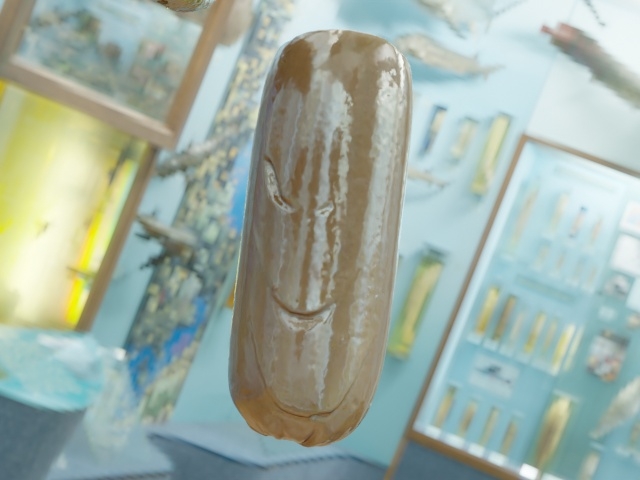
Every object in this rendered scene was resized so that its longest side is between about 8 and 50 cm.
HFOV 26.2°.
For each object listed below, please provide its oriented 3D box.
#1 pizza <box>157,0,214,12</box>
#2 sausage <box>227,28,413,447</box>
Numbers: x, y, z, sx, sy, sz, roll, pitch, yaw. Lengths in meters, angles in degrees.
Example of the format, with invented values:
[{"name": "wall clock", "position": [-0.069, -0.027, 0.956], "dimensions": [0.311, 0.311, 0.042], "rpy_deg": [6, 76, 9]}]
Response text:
[{"name": "pizza", "position": [-0.123, -0.260, 0.981], "dimensions": [0.198, 0.062, 0.188], "rpy_deg": [65, 8, -3]}, {"name": "sausage", "position": [0.000, 0.001, 1.032], "dimensions": [0.121, 0.304, 0.121], "rpy_deg": [7, -7, 1]}]
